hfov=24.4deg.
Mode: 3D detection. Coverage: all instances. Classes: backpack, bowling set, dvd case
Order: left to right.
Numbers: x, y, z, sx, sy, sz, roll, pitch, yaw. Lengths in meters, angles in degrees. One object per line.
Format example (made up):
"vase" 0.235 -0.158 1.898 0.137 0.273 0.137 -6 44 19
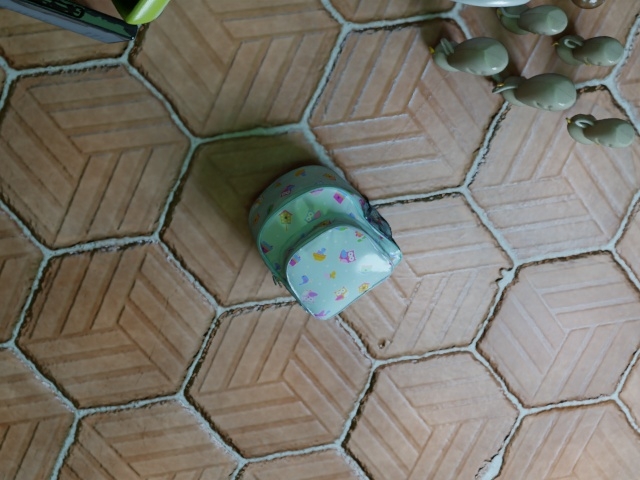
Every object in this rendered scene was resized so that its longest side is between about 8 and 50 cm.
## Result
"dvd case" -0.354 -0.286 1.765 0.253 0.180 0.022 18 91 -19
"backpack" 0.000 0.000 1.991 0.166 0.144 0.188 -36 113 11
"bowling set" 0.314 -0.256 1.965 0.287 0.154 0.199 30 86 -21

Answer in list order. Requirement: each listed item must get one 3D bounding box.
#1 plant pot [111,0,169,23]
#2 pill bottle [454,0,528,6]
"plant pot" -0.241 -0.395 1.721 0.207 0.228 0.227 32 102 -29
"pill bottle" 0.214 -0.418 1.856 0.131 0.131 0.229 -1 112 -12
